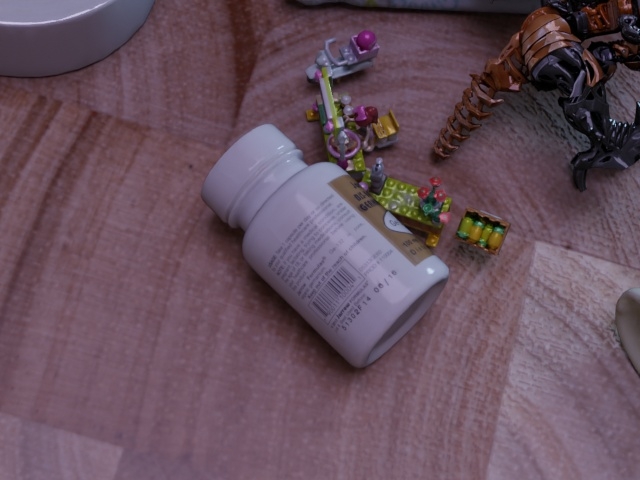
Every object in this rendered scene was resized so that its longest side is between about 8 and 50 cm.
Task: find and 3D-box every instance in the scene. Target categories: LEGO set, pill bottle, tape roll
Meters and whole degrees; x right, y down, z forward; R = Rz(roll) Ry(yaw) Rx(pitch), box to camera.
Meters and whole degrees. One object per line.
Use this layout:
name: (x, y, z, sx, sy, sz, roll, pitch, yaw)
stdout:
LEGO set: (0.068, -0.090, 1.334, 0.132, 0.107, 0.287, -31, 69, -12)
pill bottle: (0.000, 0.000, 1.280, 0.229, 0.131, 0.131, 44, 67, 13)
tape roll: (-0.306, -0.316, 1.404, 0.286, 0.100, 0.286, 3, 64, -6)

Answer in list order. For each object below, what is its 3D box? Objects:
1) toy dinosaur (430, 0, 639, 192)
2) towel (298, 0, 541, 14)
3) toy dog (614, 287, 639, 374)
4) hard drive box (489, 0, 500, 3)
toy dinosaur: (0.268, -0.177, 1.375, 0.218, 0.322, 0.164, 58, 34, 0)
towel: (0.141, -0.411, 1.519, 0.375, 0.090, 0.320, 1, 64, -7)
toy dog: (0.561, 0.079, 1.243, 0.408, 0.284, 0.395, -24, 71, -20)
hard drive box: (0.259, -0.374, 1.426, 0.232, 0.089, 0.181, -16, 70, -14)
